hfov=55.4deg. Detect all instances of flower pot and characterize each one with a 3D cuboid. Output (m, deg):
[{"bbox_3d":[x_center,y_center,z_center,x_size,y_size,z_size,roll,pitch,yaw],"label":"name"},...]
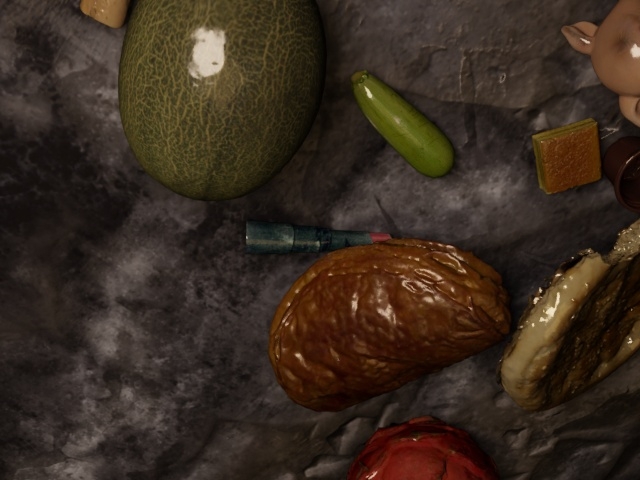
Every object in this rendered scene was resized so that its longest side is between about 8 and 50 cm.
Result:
[{"bbox_3d":[0.467,-0.107,0.894,0.111,0.089,0.111,-1,121,-2],"label":"flower pot"}]

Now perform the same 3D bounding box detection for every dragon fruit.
[{"bbox_3d":[0.195,0.477,1.122,0.296,0.302,0.295,-2,100,-10],"label":"dragon fruit"}]

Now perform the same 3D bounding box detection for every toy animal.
[{"bbox_3d":[0.458,-0.281,0.759,0.250,0.154,0.166,-35,74,25],"label":"toy animal"}]

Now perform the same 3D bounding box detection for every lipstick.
[{"bbox_3d":[0.000,0.000,0.956,0.235,0.053,0.053,3,120,-6],"label":"lipstick"}]

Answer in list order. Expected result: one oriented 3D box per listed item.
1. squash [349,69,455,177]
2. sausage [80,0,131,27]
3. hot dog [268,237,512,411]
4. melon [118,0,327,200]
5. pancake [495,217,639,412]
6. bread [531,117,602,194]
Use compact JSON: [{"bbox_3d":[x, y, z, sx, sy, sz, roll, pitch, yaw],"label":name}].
[{"bbox_3d":[0.117,-0.163,0.861,0.066,0.066,0.201,-41,111,19],"label":"squash"},{"bbox_3d":[-0.227,-0.404,0.706,0.066,0.065,0.301,15,120,-11],"label":"sausage"},{"bbox_3d":[0.102,0.129,0.949,0.388,0.174,0.267,-30,129,26],"label":"hot dog"},{"bbox_3d":[-0.118,-0.186,0.735,0.238,0.237,0.301,16,122,-12],"label":"melon"},{"bbox_3d":[0.429,0.126,0.957,0.383,0.071,0.382,-21,133,-25],"label":"pancake"},{"bbox_3d":[0.370,-0.125,0.910,0.090,0.035,0.094,-16,120,6],"label":"bread"}]
